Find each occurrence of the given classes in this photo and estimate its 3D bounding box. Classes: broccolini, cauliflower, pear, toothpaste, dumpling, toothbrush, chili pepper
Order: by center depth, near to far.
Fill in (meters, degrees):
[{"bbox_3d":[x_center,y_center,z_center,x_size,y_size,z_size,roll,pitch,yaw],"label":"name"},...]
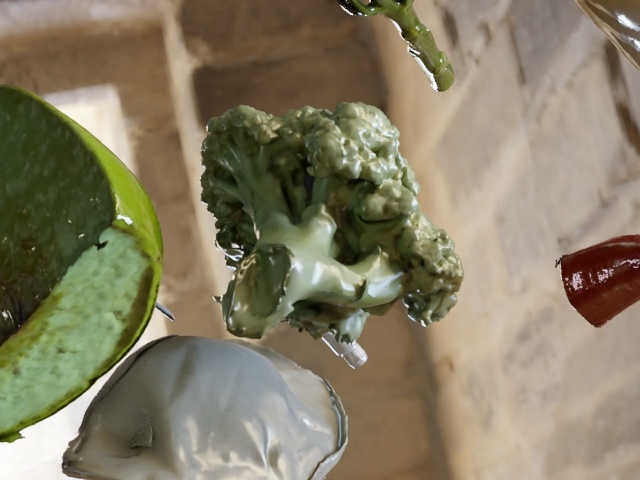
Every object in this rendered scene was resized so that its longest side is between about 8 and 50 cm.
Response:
[{"bbox_3d":[-0.247,0.005,1.188,0.288,0.239,0.139,-47,152,20],"label":"pear"},{"bbox_3d":[0.331,0.031,1.550,0.065,0.088,0.169,-32,-177,-38],"label":"chili pepper"},{"bbox_3d":[0.067,-0.242,1.553,0.079,0.074,0.392,-15,164,13],"label":"broccolini"},{"bbox_3d":[0.009,-0.018,1.566,0.327,0.260,0.281,28,-174,-4],"label":"cauliflower"},{"bbox_3d":[-0.112,0.206,1.639,0.260,0.181,0.341,17,179,19],"label":"dumpling"},{"bbox_3d":[-0.011,0.079,1.775,0.031,0.190,0.048,-28,-159,37],"label":"toothpaste"},{"bbox_3d":[-0.271,0.053,2.008,0.019,0.193,0.013,-54,163,-5],"label":"toothbrush"}]

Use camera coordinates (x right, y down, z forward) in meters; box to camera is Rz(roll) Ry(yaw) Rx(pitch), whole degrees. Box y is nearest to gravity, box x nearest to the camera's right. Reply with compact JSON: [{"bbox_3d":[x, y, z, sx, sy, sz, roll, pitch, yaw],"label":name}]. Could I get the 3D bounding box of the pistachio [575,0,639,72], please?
[{"bbox_3d":[0.270,-0.199,0.957,0.238,0.229,0.321,1,-154,2],"label":"pistachio"}]
